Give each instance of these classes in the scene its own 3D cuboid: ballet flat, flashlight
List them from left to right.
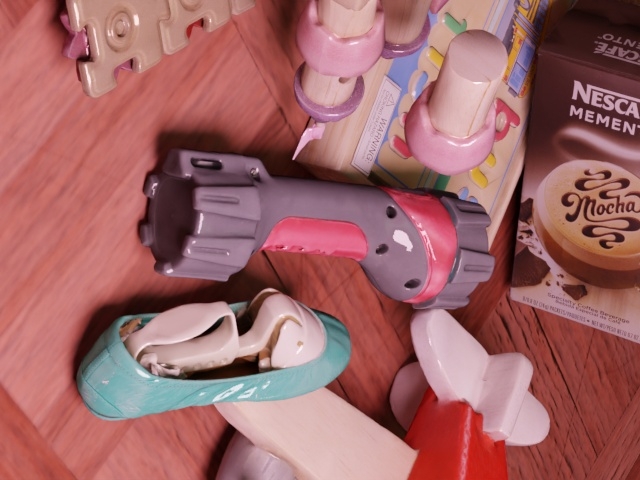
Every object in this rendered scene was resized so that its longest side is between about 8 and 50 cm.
[{"bbox_3d":[-0.064,0.080,1.432,0.247,0.083,0.087,-9,147,-34],"label":"ballet flat"},{"bbox_3d":[0.000,0.000,1.490,0.304,0.103,0.103,3,140,-40],"label":"flashlight"}]

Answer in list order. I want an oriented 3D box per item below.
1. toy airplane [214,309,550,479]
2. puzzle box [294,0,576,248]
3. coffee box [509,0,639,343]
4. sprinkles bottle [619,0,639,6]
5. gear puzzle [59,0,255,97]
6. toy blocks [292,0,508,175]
[{"bbox_3d":[0.069,0.255,1.622,0.384,0.272,0.386,-13,77,-61],"label":"toy airplane"},{"bbox_3d":[0.137,-0.197,1.674,0.272,0.052,0.408,34,75,-53],"label":"puzzle box"},{"bbox_3d":[0.283,-0.062,1.757,0.119,0.168,0.297,-50,151,-44],"label":"coffee box"},{"bbox_3d":[0.351,-0.284,1.866,0.121,0.121,0.355,32,77,-53],"label":"sprinkles bottle"},{"bbox_3d":[-0.086,-0.244,1.375,0.339,0.044,0.175,-37,128,-44],"label":"gear puzzle"},{"bbox_3d":[0.067,-0.223,1.415,0.288,0.309,0.260,-47,169,-21],"label":"toy blocks"}]
